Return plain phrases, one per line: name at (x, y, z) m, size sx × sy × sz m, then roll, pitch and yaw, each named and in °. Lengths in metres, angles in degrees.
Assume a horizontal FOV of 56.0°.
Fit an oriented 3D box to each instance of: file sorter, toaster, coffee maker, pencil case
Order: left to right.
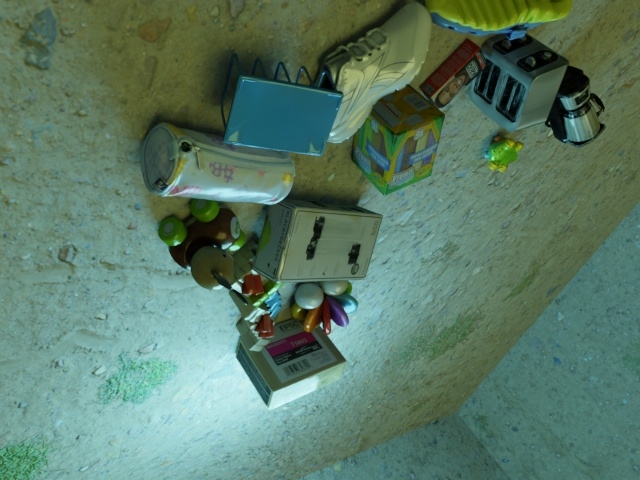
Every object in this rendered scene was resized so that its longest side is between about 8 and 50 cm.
pencil case at (-0.171, -0.128, 1.040) m, size 0.124 × 0.114 × 0.273 m, roll -33°, pitch 156°, yaw 36°
file sorter at (-0.070, -0.225, 0.987) m, size 0.170 × 0.105 × 0.118 m, roll 4°, pitch 130°, yaw -23°
toaster at (0.429, -0.346, 1.326) m, size 0.110 × 0.168 × 0.186 m, roll -22°, pitch 143°, yaw -21°
coffee maker at (0.628, -0.348, 1.556) m, size 0.120 × 0.171 × 0.178 m, roll -53°, pitch 130°, yaw -18°

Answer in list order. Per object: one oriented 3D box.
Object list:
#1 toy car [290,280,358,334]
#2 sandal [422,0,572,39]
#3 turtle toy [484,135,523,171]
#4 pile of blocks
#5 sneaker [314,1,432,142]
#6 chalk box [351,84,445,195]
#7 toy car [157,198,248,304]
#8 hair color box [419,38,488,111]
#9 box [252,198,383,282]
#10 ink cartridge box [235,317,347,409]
toy car at (0.019, 0.178, 1.590) m, size 0.181 × 0.136 × 0.159 m, roll -27°, pitch 146°, yaw -19°
sandal at (0.326, -0.439, 1.157) m, size 0.317 × 0.126 × 0.138 m, roll -7°, pitch 175°, yaw -25°
turtle toy at (0.488, -0.237, 1.609) m, size 0.130 × 0.066 × 0.095 m, roll 1°, pitch 130°, yaw -46°
pile of blocks at (-0.132, 0.151, 1.429) m, size 0.148 × 0.113 × 0.362 m, roll -28°, pitch 147°, yaw -17°
sneaker at (0.080, -0.309, 1.082) m, size 0.297 × 0.111 × 0.129 m, roll -48°, pitch 141°, yaw 12°
chalk box at (0.155, -0.194, 1.268) m, size 0.132 × 0.132 × 0.213 m, roll -24°, pitch 144°, yaw -23°
toy car at (-0.195, 0.035, 1.149) m, size 0.148 × 0.188 × 0.155 m, roll -37°, pitch 148°, yaw -3°
hair color box at (0.286, -0.351, 1.287) m, size 0.141 × 0.043 × 0.072 m, roll -45°, pitch 148°, yaw 10°
box at (0.000, 0.000, 1.347) m, size 0.289 × 0.087 × 0.169 m, roll 0°, pitch 109°, yaw -46°
ink cartridge box at (-0.079, 0.315, 1.608) m, size 0.234 × 0.193 × 0.088 m, roll -16°, pitch 139°, yaw -32°
